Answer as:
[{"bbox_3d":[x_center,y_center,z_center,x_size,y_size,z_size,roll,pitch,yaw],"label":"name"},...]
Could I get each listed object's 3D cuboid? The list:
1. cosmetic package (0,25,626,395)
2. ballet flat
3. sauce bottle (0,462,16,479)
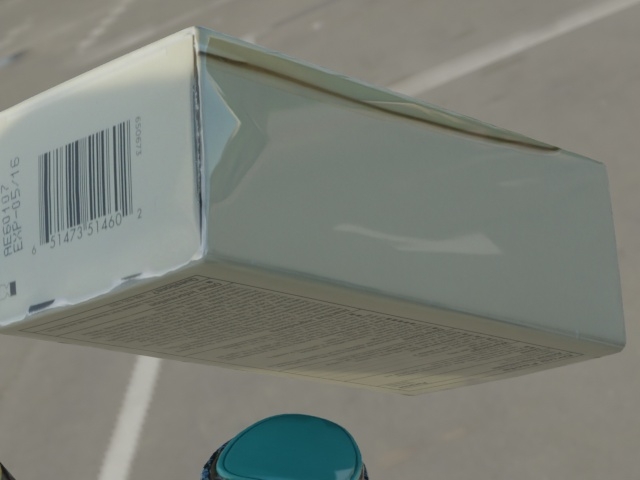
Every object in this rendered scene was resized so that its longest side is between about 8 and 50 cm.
[{"bbox_3d":[0.000,0.000,0.902,0.160,0.113,0.309,-17,-20,40],"label":"cosmetic package"},{"bbox_3d":[-0.019,0.117,0.667,0.070,0.070,0.188,-22,6,9],"label":"ballet flat"},{"bbox_3d":[-0.105,0.067,0.472,0.042,0.128,0.042,-50,11,14],"label":"sauce bottle"}]
